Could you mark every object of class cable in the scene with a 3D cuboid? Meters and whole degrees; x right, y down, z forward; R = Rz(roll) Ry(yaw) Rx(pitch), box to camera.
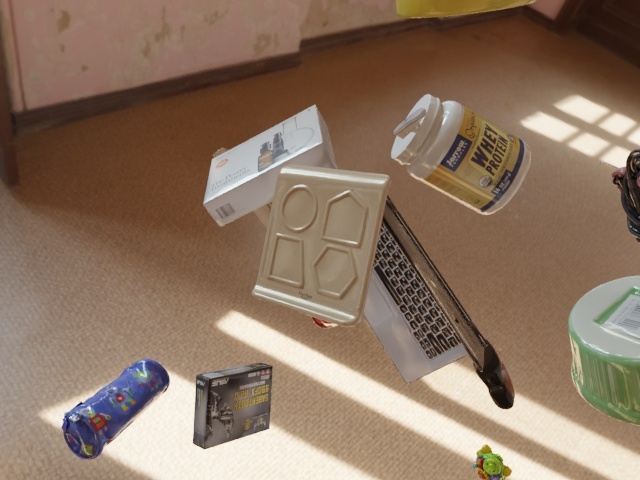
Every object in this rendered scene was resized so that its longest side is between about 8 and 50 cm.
[{"bbox_3d":[0.461,-0.055,0.753,0.047,0.184,0.151,-12,60,16],"label":"cable"}]

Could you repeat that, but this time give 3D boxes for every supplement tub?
[{"bbox_3d":[0.374,-0.234,1.479,0.316,0.228,0.228,26,43,-10],"label":"supplement tub"}]

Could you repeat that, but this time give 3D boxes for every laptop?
[{"bbox_3d":[0.129,0.107,1.090,0.236,0.408,0.382,-22,74,-41],"label":"laptop"}]

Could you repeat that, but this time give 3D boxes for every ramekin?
[{"bbox_3d":[0.646,0.201,1.082,0.303,0.148,0.303,-21,24,9],"label":"ramekin"}]

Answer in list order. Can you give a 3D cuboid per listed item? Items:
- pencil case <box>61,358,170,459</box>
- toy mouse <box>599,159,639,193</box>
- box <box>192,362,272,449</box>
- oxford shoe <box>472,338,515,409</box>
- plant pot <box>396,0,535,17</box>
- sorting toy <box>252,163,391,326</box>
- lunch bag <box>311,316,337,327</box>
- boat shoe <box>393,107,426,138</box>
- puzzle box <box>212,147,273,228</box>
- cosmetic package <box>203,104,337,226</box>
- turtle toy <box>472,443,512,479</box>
[{"bbox_3d":[-0.517,0.415,1.388,0.133,0.119,0.306,36,25,6],"label":"pencil case"},{"bbox_3d":[0.509,-0.081,0.841,0.031,0.143,0.161,-39,33,-7],"label":"toy mouse"},{"bbox_3d":[-0.232,0.438,1.473,0.056,0.183,0.231,3,0,41],"label":"box"},{"bbox_3d":[0.481,0.358,1.520,0.076,0.076,0.212,-36,105,-54],"label":"oxford shoe"},{"bbox_3d":[0.253,-0.534,0.960,0.253,0.239,0.254,-7,25,3],"label":"plant pot"},{"bbox_3d":[0.000,0.000,0.774,0.192,0.209,0.038,12,-3,37],"label":"sorting toy"},{"bbox_3d":[0.058,0.105,1.718,0.258,0.120,0.293,-19,73,-17],"label":"lunch bag"},{"bbox_3d":[0.200,-0.250,1.181,0.035,0.100,0.035,38,54,-13],"label":"boat shoe"},{"bbox_3d":[-0.260,-0.185,2.184,0.409,0.052,0.272,54,6,-3],"label":"puzzle box"},{"bbox_3d":[-0.150,-0.225,1.594,0.377,0.098,0.284,-26,31,11],"label":"cosmetic package"},{"bbox_3d":[0.441,0.587,1.420,0.066,0.130,0.095,-34,62,-22],"label":"turtle toy"}]
